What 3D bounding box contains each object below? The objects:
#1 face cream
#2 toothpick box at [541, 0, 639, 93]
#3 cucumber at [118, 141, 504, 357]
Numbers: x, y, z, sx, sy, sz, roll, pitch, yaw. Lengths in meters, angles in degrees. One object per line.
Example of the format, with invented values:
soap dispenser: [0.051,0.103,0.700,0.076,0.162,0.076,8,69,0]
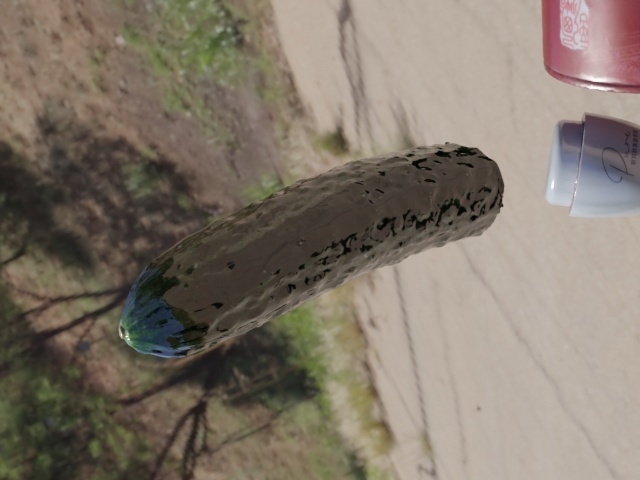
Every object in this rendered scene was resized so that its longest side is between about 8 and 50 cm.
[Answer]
face cream: [0.244,-0.063,0.935,0.091,0.095,0.091,8,-90,-82]
toothpick box: [0.269,-0.302,0.843,0.204,0.204,0.333,-130,29,-62]
cucumber: [0.000,0.000,0.468,0.052,0.215,0.058,33,126,32]
